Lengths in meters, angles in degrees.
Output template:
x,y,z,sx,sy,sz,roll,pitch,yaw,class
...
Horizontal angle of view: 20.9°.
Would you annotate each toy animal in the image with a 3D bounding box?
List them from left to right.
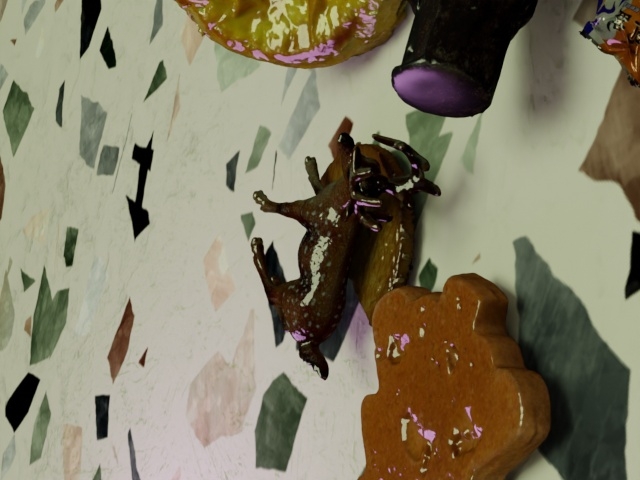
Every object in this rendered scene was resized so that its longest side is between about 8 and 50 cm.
x,y,z,sx,sy,sz,roll,pitch,yaw,class
0.018,-0.002,1.623,0.260,0.087,0.243,-146,56,-59,toy animal

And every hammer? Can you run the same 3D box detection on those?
x,y,z,sx,sy,sz,roll,pitch,yaw,class
0.224,-0.247,1.328,0.409,0.095,0.242,-16,51,49,hammer

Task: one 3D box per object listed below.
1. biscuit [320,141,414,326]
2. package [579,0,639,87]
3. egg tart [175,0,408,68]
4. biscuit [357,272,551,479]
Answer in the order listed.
x,y,z,sx,sy,sz,roll,pitch,yaw,class
0.051,-0.021,1.655,0.126,0.025,0.206,-61,34,33,biscuit
0.242,-0.165,1.339,0.077,0.033,0.111,-53,37,4,package
-0.042,-0.299,1.699,0.295,0.295,0.116,-44,14,48,egg tart
0.097,0.177,1.485,0.284,0.043,0.306,42,119,59,biscuit
